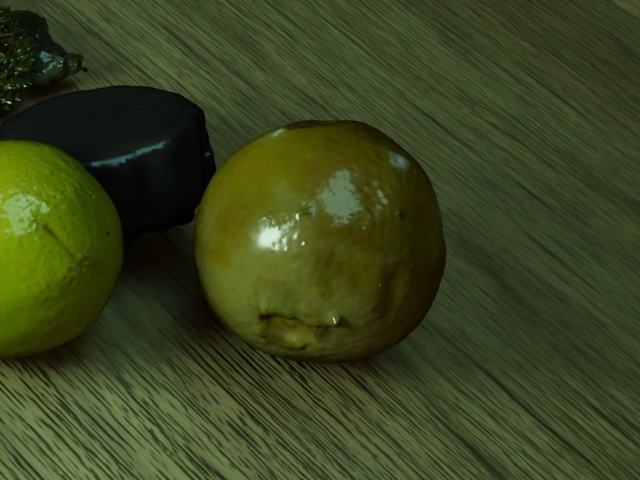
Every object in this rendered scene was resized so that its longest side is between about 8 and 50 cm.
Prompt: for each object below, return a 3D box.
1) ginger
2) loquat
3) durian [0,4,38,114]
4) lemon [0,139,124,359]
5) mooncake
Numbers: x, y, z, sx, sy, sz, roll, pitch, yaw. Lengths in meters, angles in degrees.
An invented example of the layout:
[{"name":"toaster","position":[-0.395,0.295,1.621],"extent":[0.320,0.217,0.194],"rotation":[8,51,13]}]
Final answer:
[{"name":"ginger","position":[-0.476,-0.334,1.708],"extent":[0.290,0.084,0.122],"rotation":[41,53,17]},{"name":"loquat","position":[0.000,0.000,1.418],"extent":[0.328,0.328,0.328],"rotation":[15,40,-13]},{"name":"durian","position":[-0.488,-0.242,1.572],"extent":[0.139,0.144,0.252],"rotation":[21,60,36]},{"name":"lemon","position":[-0.353,0.022,1.262],"extent":[0.240,0.240,0.219],"rotation":[30,45,5]},{"name":"mooncake","position":[-0.278,-0.095,1.465],"extent":[0.282,0.141,0.283],"rotation":[-3,26,1]}]
